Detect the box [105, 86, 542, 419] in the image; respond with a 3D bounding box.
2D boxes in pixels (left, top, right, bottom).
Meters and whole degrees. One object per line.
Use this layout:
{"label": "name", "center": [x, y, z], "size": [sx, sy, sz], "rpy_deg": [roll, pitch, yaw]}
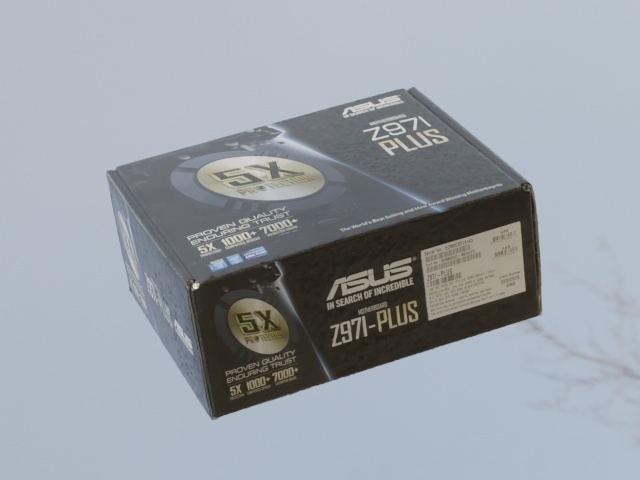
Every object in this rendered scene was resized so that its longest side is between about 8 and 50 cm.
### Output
{"label": "box", "center": [0.000, 0.000, 0.892], "size": [0.180, 0.147, 0.077], "rpy_deg": [-16, -61, -15]}
